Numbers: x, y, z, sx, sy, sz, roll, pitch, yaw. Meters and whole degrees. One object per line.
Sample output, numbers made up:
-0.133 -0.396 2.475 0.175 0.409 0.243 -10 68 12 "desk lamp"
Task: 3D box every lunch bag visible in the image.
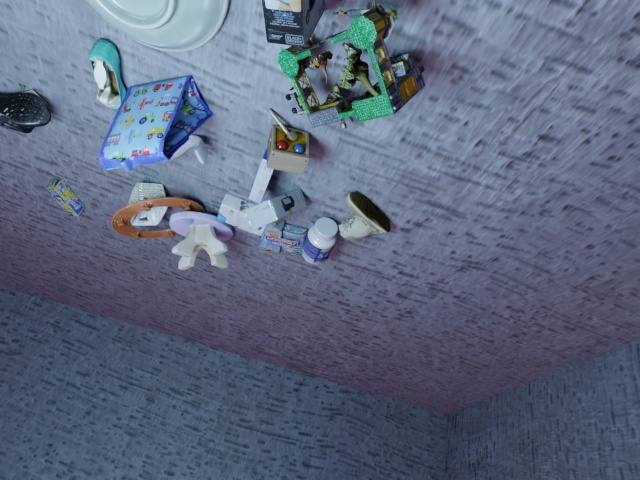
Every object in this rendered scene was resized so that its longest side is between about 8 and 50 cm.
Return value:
-0.473 -0.305 1.127 0.221 0.293 0.138 -1 141 20 "lunch bag"

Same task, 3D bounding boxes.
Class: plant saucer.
-0.404 -0.589 0.889 0.402 0.100 0.400 9 145 7 "plant saucer"

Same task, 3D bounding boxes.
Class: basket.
-0.663 -0.137 1.552 0.114 0.103 0.167 -2 155 -37 "basket"

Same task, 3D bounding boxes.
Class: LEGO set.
0.084 -0.403 0.948 0.332 0.192 0.254 -7 122 48 "LEGO set"

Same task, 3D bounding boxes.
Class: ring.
-0.616 -0.073 1.566 0.337 0.032 0.336 -16 161 -6 "ring"

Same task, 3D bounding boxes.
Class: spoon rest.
-0.475 -0.308 1.327 0.277 0.084 0.137 13 145 25 "spoon rest"

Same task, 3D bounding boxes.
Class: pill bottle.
0.000 0.000 1.533 0.112 0.111 0.186 17 145 -4 "pill bottle"

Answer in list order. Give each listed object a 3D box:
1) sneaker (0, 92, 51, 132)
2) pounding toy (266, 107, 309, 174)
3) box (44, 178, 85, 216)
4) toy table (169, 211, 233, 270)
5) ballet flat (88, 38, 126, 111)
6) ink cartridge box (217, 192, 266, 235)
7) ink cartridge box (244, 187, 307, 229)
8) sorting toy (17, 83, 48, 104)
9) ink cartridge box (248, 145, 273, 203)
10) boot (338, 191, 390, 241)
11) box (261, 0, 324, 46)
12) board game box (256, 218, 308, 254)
-0.972 -0.409 1.337 0.284 0.107 0.124 13 164 17 "sneaker"
-0.100 -0.287 1.183 0.130 0.141 0.100 8 146 -17 "pounding toy"
-1.065 -0.177 1.701 0.054 0.059 0.168 7 144 11 "box"
-0.455 0.007 1.579 0.275 0.160 0.252 16 147 -42 "toy table"
-0.611 -0.445 1.163 0.083 0.087 0.247 17 144 -4 "ballet flat"
-0.290 -0.096 1.545 0.182 0.061 0.104 22 144 -10 "ink cartridge box"
-0.150 -0.107 1.381 0.128 0.175 0.072 -18 98 38 "ink cartridge box"
-0.923 -0.467 1.302 0.062 0.012 0.083 2 146 24 "sorting toy"
-0.177 -0.219 1.311 0.046 0.097 0.207 22 144 -10 "ink cartridge box"
0.120 -0.074 1.425 0.165 0.077 0.213 -20 135 41 "boot"
-0.053 -0.549 0.768 0.087 0.169 0.289 11 146 8 "box"
-0.152 -0.020 1.603 0.195 0.060 0.194 13 145 1 "board game box"
